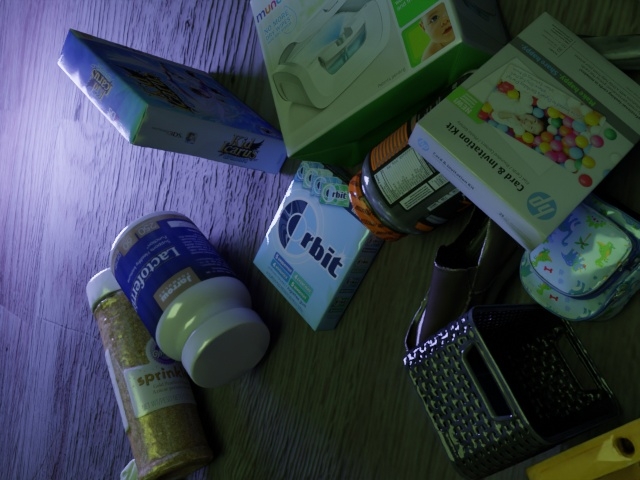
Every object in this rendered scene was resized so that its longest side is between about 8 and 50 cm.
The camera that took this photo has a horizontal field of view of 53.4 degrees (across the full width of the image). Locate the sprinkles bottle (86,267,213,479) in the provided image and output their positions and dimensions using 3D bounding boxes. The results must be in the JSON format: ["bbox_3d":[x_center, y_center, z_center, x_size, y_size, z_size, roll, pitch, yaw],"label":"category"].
[{"bbox_3d":[-0.286,0.213,1.051,0.121,0.121,0.355,-42,61,33],"label":"sprinkles bottle"}]

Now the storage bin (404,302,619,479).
[{"bbox_3d":[0.176,0.131,0.577,0.084,0.180,0.122,-43,60,34],"label":"storage bin"}]

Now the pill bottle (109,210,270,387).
[{"bbox_3d":[-0.197,0.085,0.954,0.265,0.153,0.153,44,116,35],"label":"pill bottle"}]

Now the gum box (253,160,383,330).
[{"bbox_3d":[0.000,0.000,0.850,0.157,0.041,0.184,43,116,37],"label":"gum box"}]

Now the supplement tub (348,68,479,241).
[{"bbox_3d":[0.127,-0.083,0.684,0.190,0.117,0.117,-36,63,36],"label":"supplement tub"}]

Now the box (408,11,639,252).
[{"bbox_3d":[0.193,-0.102,0.564,0.145,0.186,0.038,45,162,12],"label":"box"}]

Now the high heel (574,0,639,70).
[{"bbox_3d":[0.301,-0.274,0.540,0.186,0.093,0.261,16,114,49],"label":"high heel"}]

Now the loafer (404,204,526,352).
[{"bbox_3d":[0.144,0.039,0.673,0.220,0.078,0.080,-63,27,14],"label":"loafer"}]

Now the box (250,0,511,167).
[{"bbox_3d":[0.064,-0.247,0.752,0.262,0.127,0.231,-26,72,40],"label":"box"}]

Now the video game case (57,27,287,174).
[{"bbox_3d":[-0.211,-0.201,0.924,0.269,0.244,0.061,43,115,37],"label":"video game case"}]

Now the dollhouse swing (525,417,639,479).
[{"bbox_3d":[0.281,0.274,0.384,0.315,0.305,0.347,-41,59,34],"label":"dollhouse swing"}]

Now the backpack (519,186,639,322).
[{"bbox_3d":[0.243,0.016,0.590,0.105,0.084,0.114,47,121,38],"label":"backpack"}]

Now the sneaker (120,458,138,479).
[{"bbox_3d":[-0.315,0.462,1.086,0.115,0.090,0.232,53,122,28],"label":"sneaker"}]
